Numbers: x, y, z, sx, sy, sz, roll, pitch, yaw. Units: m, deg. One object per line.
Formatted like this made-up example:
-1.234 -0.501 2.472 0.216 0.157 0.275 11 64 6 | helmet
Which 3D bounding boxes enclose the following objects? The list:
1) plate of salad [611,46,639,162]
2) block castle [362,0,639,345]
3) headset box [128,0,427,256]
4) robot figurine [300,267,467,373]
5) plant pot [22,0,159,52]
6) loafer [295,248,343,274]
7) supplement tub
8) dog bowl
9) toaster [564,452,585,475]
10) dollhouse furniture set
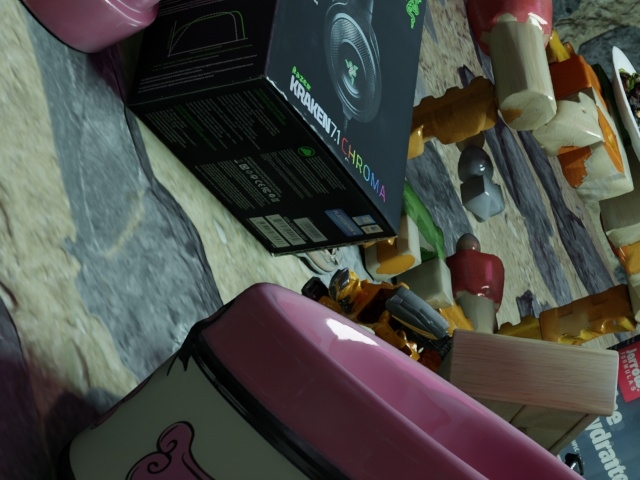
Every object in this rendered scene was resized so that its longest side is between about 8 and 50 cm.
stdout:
0.356 -0.116 1.826 0.200 0.048 0.200 53 23 -36 | plate of salad
0.185 -0.067 1.847 0.453 0.303 0.213 50 27 -43 | block castle
-0.024 -0.173 1.486 0.246 0.131 0.283 48 41 -47 | headset box
0.089 0.143 1.486 0.291 0.085 0.211 51 -24 -22 | robot figurine
-0.142 -0.268 1.302 0.201 0.180 0.201 56 17 -27 | plant pot
0.000 0.000 1.614 0.125 0.039 0.045 32 35 -63 | loafer
0.368 0.217 2.051 0.191 0.272 0.191 56 17 -28 | supplement tub
0.061 0.177 0.985 0.408 0.150 0.408 35 3 -2 | dog bowl
0.154 0.291 1.388 0.227 0.129 0.146 -47 128 -26 | toaster
0.101 0.255 1.200 0.174 0.303 0.355 104 -6 -71 | dollhouse furniture set
